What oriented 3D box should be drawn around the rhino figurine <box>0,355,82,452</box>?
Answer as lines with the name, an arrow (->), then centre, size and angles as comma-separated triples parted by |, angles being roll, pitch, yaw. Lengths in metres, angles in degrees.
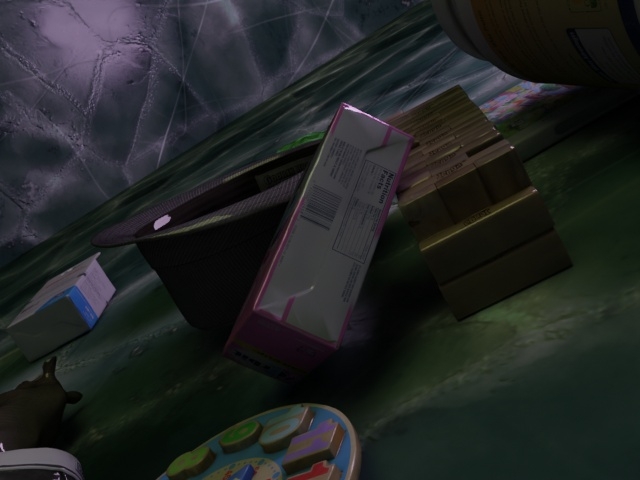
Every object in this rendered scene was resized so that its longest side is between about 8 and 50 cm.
rhino figurine -> -0.279, 0.176, 0.718 | 0.106, 0.073, 0.243 | -32, 14, 8

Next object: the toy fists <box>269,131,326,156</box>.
toy fists -> -0.081, -0.042, 0.997 | 0.279, 0.096, 0.142 | -29, 6, 9

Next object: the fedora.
fedora -> -0.067, 0.001, 0.772 | 0.275, 0.124, 0.244 | -30, 16, -31

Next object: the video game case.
video game case -> 0.255, -0.155, 0.864 | 0.193, 0.023, 0.212 | -29, 16, 2

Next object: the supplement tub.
supplement tub -> 0.260, -0.250, 0.703 | 0.228, 0.228, 0.316 | -35, 26, -15

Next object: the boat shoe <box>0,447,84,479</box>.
boat shoe -> -0.278, 0.198, 0.551 | 0.219, 0.078, 0.070 | -11, 24, -8

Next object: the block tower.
block tower -> 0.117, -0.055, 0.687 | 0.097, 0.091, 0.335 | -27, 17, 9

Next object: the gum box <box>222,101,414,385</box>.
gum box -> 0.000, 0.000, 0.584 | 0.188, 0.062, 0.107 | -68, 7, -28

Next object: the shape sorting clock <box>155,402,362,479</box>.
shape sorting clock -> -0.067, 0.161, 0.443 | 0.206, 0.040, 0.206 | -27, 16, 8

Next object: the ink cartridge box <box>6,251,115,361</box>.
ink cartridge box -> -0.362, 0.090, 1.142 | 0.104, 0.060, 0.180 | -28, 16, 9
